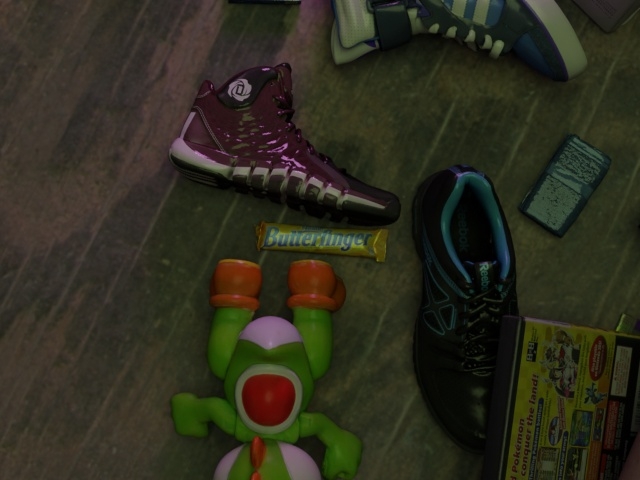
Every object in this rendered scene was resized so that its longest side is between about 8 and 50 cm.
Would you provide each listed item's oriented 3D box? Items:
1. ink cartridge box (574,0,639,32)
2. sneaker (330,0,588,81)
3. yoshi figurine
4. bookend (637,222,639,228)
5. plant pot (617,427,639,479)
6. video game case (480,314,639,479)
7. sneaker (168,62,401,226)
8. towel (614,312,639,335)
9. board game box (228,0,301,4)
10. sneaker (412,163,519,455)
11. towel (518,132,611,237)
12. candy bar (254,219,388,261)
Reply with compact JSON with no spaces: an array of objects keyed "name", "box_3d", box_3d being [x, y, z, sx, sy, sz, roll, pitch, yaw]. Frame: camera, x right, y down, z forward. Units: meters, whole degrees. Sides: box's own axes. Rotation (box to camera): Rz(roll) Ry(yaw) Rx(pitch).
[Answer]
[{"name":"ink cartridge box","box_3d":[0.408,-0.430,1.444,0.285,0.395,0.166,-45,86,-7]},{"name":"sneaker","box_3d":[0.132,-0.257,1.551,0.236,0.130,0.323,-41,92,3]},{"name":"yoshi figurine","box_3d":[-0.055,0.214,1.482,0.203,0.203,0.362,20,63,-41]},{"name":"bookend","box_3d":[0.484,0.021,1.549,0.157,0.156,0.072,31,80,44]},{"name":"plant pot","box_3d":[0.459,0.266,1.401,0.334,0.334,0.305,32,86,0]},{"name":"video game case","box_3d":[0.293,0.235,1.482,0.248,0.035,0.275,10,86,-31]},{"name":"sneaker","box_3d":[-0.026,-0.123,1.528,0.281,0.106,0.162,16,80,-1]},{"name":"towel","box_3d":[0.392,0.129,1.573,0.083,0.009,0.060,24,84,0]},{"name":"board game box","box_3d":[-0.068,-0.334,1.589,0.090,0.020,0.090,1,84,-3]},{"name":"sneaker","box_3d":[0.169,0.080,1.499,0.125,0.139,0.341,-9,86,-7]},{"name":"towel","box_3d":[0.297,-0.066,1.579,0.067,0.029,0.119,35,82,1]},{"name":"candy bar","box_3d":[0.000,0.000,1.558,0.161,0.018,0.040,5,83,-4]}]
